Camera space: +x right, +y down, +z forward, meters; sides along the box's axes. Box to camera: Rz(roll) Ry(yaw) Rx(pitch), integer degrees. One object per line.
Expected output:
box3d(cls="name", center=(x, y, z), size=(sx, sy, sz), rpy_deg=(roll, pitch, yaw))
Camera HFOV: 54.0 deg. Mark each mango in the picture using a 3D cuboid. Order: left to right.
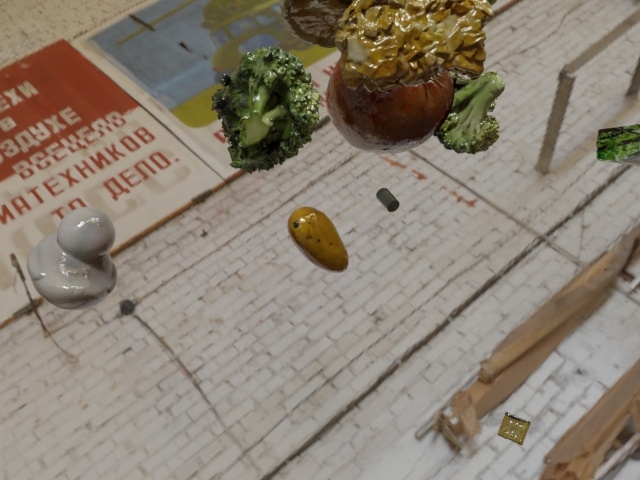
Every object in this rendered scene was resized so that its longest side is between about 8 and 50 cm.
box3d(cls="mango", center=(0.000, 0.000, 1.659), size=(0.109, 0.147, 0.227), rpy_deg=(-33, -56, 17))

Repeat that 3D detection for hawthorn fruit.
box3d(cls="hawthorn fruit", center=(0.191, -0.439, 1.959), size=(0.403, 0.403, 0.402), rpy_deg=(-32, -36, -27))

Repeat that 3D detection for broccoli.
box3d(cls="broccoli", center=(-0.106, -0.231, 1.156), size=(0.226, 0.198, 0.176), rpy_deg=(-48, 6, 2))
box3d(cls="broccoli", center=(0.493, -0.462, 2.123), size=(0.294, 0.347, 0.281), rpy_deg=(17, -38, -26))

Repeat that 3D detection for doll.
box3d(cls="doll", center=(-0.573, 0.035, 1.503), size=(0.221, 0.250, 0.221), rpy_deg=(-6, -39, -5))

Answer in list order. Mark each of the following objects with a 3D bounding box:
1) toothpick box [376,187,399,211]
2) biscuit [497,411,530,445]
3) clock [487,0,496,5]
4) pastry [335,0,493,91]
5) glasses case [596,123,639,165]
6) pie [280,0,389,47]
box3d(cls="toothpick box", center=(0.235, -0.142, 2.193), size=(0.052, 0.083, 0.052), rpy_deg=(-16, -47, -18))
box3d(cls="biscuit", center=(0.611, 0.594, 1.985), size=(0.018, 0.083, 0.081), rpy_deg=(31, -101, -72))
box3d(cls="clock", center=(0.382, -0.699, 1.461), size=(0.220, 0.106, 0.255), rpy_deg=(4, -94, -72))
box3d(cls="pastry", center=(0.130, -0.304, 0.935), size=(0.250, 0.102, 0.154), rpy_deg=(-8, -84, -12))
box3d(cls="glasses case", center=(0.619, -0.159, 1.120), size=(0.273, 0.095, 0.062), rpy_deg=(1, -88, -29))
box3d(cls="pie", center=(0.056, -0.590, 1.547), size=(0.340, 0.077, 0.339), rpy_deg=(-12, -11, -2))
